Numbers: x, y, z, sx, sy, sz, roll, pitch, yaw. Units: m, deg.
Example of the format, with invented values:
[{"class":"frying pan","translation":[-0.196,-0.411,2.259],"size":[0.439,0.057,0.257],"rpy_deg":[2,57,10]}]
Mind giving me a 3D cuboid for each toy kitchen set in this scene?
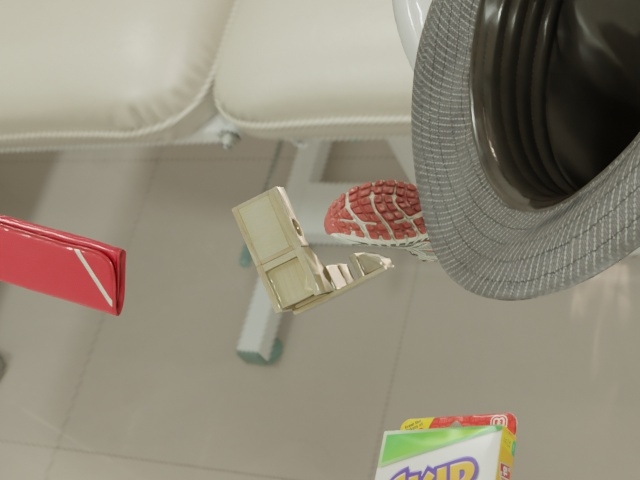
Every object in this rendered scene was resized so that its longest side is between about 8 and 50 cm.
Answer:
[{"class":"toy kitchen set","translation":[0.000,0.000,0.720],"size":[0.068,0.083,0.075],"rpy_deg":[-26,83,15]}]

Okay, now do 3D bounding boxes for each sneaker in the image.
[{"class":"sneaker","translation":[0.113,-0.010,1.301],"size":[0.225,0.093,0.088],"rpy_deg":[2,51,-15]}]

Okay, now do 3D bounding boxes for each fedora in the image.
[{"class":"fedora","translation":[0.149,-0.098,0.429],"size":[0.124,0.275,0.244],"rpy_deg":[11,42,-17]}]

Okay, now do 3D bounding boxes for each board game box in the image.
[{"class":"board game box","translation":[0.094,0.262,0.946],"size":[0.124,0.039,0.259],"rpy_deg":[-10,48,33]}]

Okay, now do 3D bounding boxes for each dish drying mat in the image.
[{"class":"dish drying mat","translation":[-0.123,0.010,0.499],"size":[0.083,0.008,0.032],"rpy_deg":[13,111,27]}]

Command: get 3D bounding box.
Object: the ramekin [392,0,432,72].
[{"class":"ramekin","translation":[0.196,-0.181,0.787],"size":[0.127,0.272,0.273],"rpy_deg":[-32,34,62]}]
